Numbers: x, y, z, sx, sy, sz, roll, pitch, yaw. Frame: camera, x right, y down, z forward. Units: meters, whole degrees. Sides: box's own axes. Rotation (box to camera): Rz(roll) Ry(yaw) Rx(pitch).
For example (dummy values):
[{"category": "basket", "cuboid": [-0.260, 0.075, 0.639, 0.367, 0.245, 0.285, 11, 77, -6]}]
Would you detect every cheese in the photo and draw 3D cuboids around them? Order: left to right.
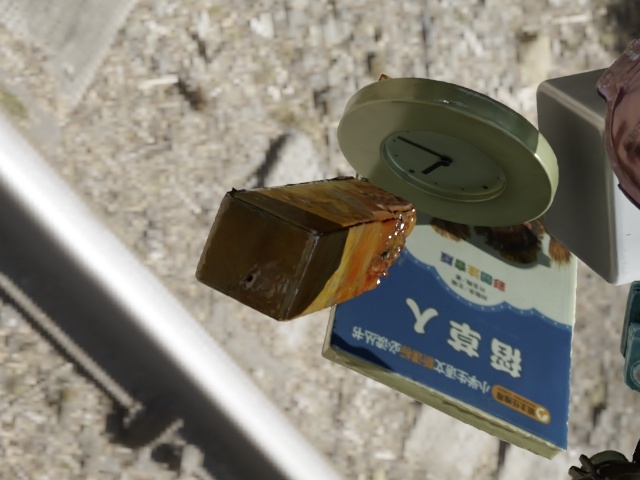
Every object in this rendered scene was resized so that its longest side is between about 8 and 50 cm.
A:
[{"category": "cheese", "cuboid": [0.386, -0.081, 1.443, 0.189, 0.286, 0.074, -52, 168, 7]}]

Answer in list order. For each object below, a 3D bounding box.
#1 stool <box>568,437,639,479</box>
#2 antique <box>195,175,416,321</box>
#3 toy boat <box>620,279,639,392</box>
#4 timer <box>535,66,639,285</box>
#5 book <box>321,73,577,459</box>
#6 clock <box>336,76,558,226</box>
[{"category": "stool", "cuboid": [0.339, 0.229, 1.512, 0.121, 0.217, 0.125, -125, -154, -80]}, {"category": "antique", "cuboid": [0.000, 0.000, 1.417, 0.310, 0.093, 0.087, -13, 126, -69]}, {"category": "toy boat", "cuboid": [0.345, 0.104, 1.216, 0.098, 0.238, 0.109, -39, 139, -48]}, {"category": "timer", "cuboid": [0.366, -0.083, 1.706, 0.195, 0.194, 0.192, -13, 113, -13]}, {"category": "book", "cuboid": [0.164, 0.019, 1.778, 0.300, 0.039, 0.428, 25, 47, -16]}, {"category": "clock", "cuboid": [0.130, -0.087, 1.586, 0.235, 0.235, 0.029, 45, 57, -41]}]
